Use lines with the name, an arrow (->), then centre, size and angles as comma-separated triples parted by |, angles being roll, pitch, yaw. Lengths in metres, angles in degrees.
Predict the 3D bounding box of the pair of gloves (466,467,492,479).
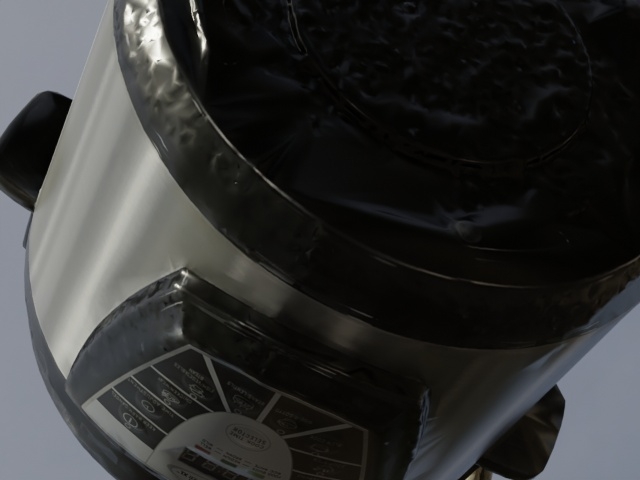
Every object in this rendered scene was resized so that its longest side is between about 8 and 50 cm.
pair of gloves -> 0.122, 0.210, 1.457 | 0.042, 0.240, 0.204 | 21, -92, -19

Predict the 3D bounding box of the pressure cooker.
pressure cooker -> 0.004, -0.003, 0.953 | 0.376, 0.369, 0.420 | -10, -27, -30
